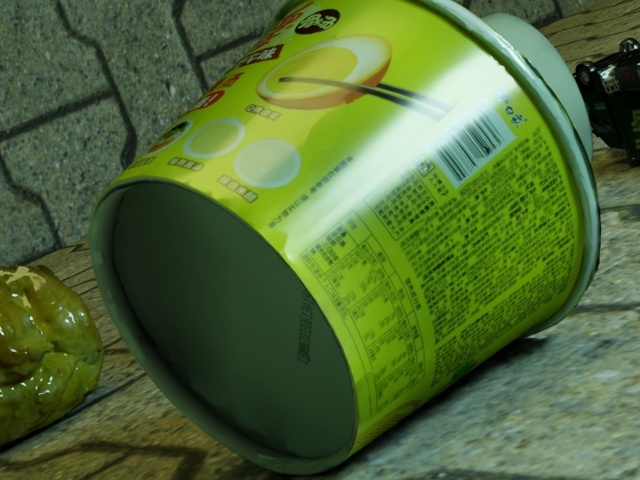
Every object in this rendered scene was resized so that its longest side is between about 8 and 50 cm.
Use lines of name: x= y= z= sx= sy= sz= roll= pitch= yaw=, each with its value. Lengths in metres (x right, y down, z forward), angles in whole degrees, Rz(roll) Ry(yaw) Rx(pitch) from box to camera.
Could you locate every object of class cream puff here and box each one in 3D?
cream puff: x=-0.334 y=0.116 z=1.495 sx=0.244 sy=0.196 sz=0.244 roll=4 pitch=25 yaw=-2

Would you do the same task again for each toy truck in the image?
toy truck: x=0.357 y=-0.147 z=1.542 sx=0.088 sy=0.121 sz=0.259 roll=-26 pitch=10 yaw=-18

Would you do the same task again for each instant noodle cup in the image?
instant noodle cup: x=0.000 y=0.000 z=1.031 sx=0.221 sy=0.311 sz=0.311 roll=-39 pitch=17 yaw=-35

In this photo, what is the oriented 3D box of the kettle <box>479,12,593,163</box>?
kettle: x=0.072 y=-0.072 z=1.523 sx=0.318 sy=0.205 sz=0.265 roll=-28 pitch=13 yaw=-24
